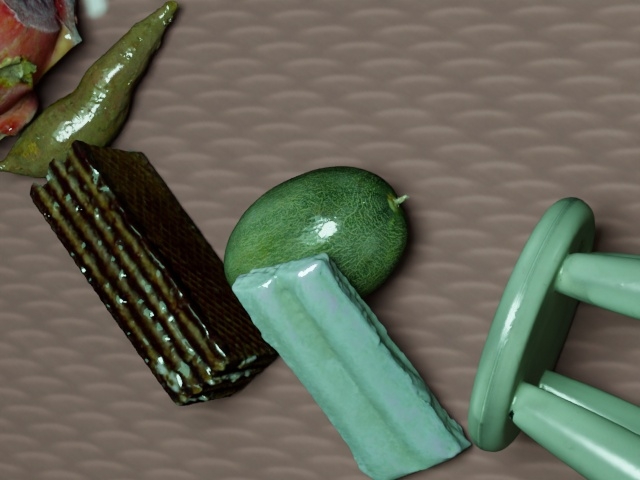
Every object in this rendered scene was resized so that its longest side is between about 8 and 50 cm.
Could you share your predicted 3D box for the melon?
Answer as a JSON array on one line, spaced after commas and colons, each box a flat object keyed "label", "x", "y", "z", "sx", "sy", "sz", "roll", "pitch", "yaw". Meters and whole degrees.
[{"label": "melon", "x": 0.000, "y": 0.000, "z": 1.135, "sx": 0.167, "sy": 0.114, "sz": 0.114, "roll": -29, "pitch": 78, "yaw": 22}]

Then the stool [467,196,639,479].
[{"label": "stool", "x": 0.230, "y": 0.088, "z": 1.002, "sx": 0.199, "sy": 0.195, "sz": 0.195, "roll": 19, "pitch": 96, "yaw": 16}]

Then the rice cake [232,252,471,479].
[{"label": "rice cake", "x": 0.025, "y": 0.100, "z": 1.102, "sx": 0.085, "sy": 0.040, "sz": 0.226, "roll": -26, "pitch": 114, "yaw": 22}]

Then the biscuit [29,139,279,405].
[{"label": "biscuit", "x": -0.142, "y": 0.023, "z": 1.196, "sx": 0.070, "sy": 0.106, "sz": 0.252, "roll": -42, "pitch": 73, "yaw": 18}]

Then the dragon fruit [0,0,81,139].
[{"label": "dragon fruit", "x": -0.380, "y": -0.188, "z": 1.223, "sx": 0.291, "sy": 0.269, "sz": 0.250, "roll": -21, "pitch": 71, "yaw": 17}]

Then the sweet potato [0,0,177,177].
[{"label": "sweet potato", "x": -0.195, "y": -0.119, "z": 1.246, "sx": 0.226, "sy": 0.068, "sz": 0.068, "roll": -42, "pitch": 74, "yaw": 9}]
